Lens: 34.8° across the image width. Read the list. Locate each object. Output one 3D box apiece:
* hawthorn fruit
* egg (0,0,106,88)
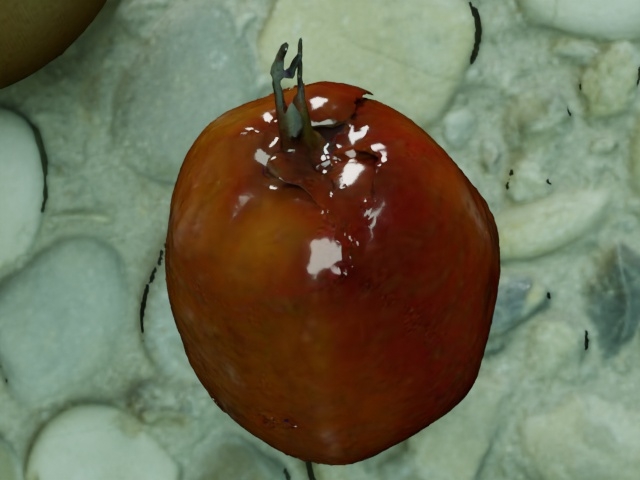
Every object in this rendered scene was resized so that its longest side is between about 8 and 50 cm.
[{"bbox_3d":[0.000,0.000,0.606,0.211,0.299,0.211,-7,52,10],"label":"hawthorn fruit"},{"bbox_3d":[-0.255,-0.260,0.639,0.282,0.282,0.351,-9,84,3],"label":"egg"}]
